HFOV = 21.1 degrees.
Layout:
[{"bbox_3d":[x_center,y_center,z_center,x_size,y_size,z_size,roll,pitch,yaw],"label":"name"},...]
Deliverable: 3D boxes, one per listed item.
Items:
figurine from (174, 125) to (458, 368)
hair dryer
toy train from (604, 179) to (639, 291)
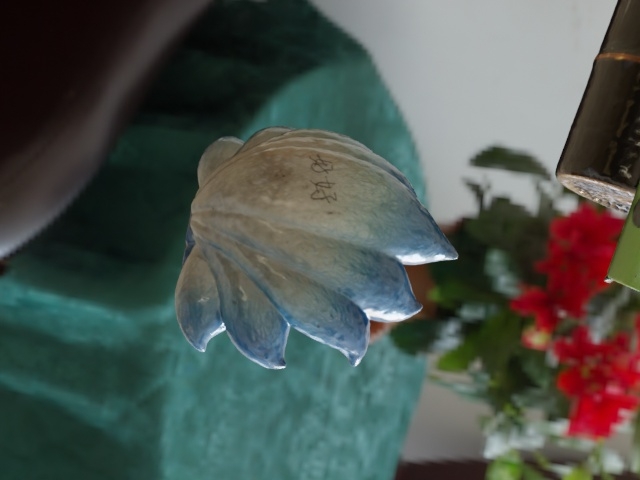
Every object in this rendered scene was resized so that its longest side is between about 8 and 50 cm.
[{"bbox_3d":[0.000,0.000,0.663,0.114,0.114,0.079,-55,162,-41],"label":"figurine"},{"bbox_3d":[0.323,-0.080,1.011,0.107,0.352,0.189,24,84,-54],"label":"hair dryer"},{"bbox_3d":[0.229,-0.059,0.837,0.157,0.105,0.253,16,96,-25],"label":"toy train"}]
